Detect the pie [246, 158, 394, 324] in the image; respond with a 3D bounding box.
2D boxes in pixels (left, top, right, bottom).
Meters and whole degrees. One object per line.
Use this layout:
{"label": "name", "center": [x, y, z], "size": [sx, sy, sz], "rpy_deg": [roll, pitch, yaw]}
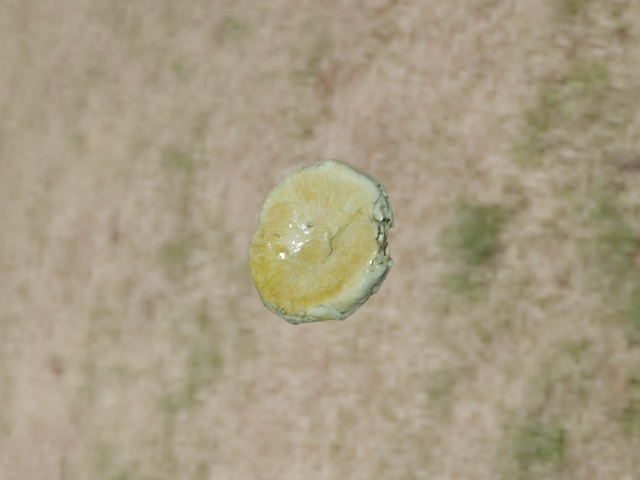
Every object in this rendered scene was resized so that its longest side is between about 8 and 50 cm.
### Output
{"label": "pie", "center": [0.000, 0.000, 0.870], "size": [0.084, 0.020, 0.084], "rpy_deg": [-10, 69, 27]}
